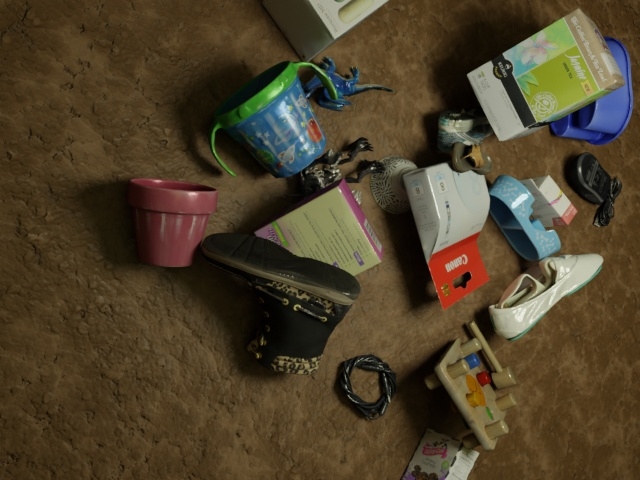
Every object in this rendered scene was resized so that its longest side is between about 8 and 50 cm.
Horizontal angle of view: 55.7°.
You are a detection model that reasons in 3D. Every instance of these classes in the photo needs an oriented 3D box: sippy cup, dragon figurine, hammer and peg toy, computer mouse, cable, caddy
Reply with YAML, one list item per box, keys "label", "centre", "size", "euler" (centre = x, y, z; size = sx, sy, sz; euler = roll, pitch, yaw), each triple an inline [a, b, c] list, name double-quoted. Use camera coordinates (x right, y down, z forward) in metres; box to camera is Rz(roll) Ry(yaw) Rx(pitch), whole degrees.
- label: "sippy cup"
  centre: [-0.108, -0.284, 1.500]
  size: [0.224, 0.306, 0.240]
  euler: [54, 30, -23]
- label: "dragon figurine"
  centre: [0.045, -0.400, 1.637]
  size: [0.289, 0.085, 0.144]
  euler: [17, 82, -18]
- label: "hammer and peg toy"
  centre: [0.430, 0.398, 1.703]
  size: [0.266, 0.127, 0.361]
  euler: [58, 25, 5]
- label: "computer mouse"
  centre: [0.902, -0.187, 2.028]
  size: [0.272, 0.072, 0.188]
  euler: [39, 70, -30]
- label: "cable"
  centre: [0.133, 0.386, 1.651]
  size: [0.184, 0.047, 0.150]
  euler: [48, 70, -14]
- label: "caddy"
  centre: [0.866, -0.476, 1.934]
  size: [0.179, 0.241, 0.341]
  euler: [-2, 88, -18]

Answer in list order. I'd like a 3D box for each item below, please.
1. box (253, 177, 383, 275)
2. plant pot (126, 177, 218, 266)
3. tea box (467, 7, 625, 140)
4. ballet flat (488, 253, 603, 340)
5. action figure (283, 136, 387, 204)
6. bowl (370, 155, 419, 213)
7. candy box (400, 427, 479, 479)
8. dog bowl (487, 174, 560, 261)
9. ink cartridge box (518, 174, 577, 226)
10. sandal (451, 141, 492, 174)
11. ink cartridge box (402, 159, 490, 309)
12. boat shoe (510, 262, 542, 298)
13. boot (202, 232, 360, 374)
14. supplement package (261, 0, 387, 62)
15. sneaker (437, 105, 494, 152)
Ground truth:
- label: "box"
  centre: [0.000, 0.000, 1.511]
  size: [0.243, 0.117, 0.213]
  euler: [-28, 100, 15]
- label: "plant pot"
  centre: [-0.346, -0.041, 1.392]
  size: [0.201, 0.201, 0.180]
  euler: [4, 100, -24]
- label: "tea box"
  centre: [0.642, -0.454, 1.705]
  size: [0.329, 0.324, 0.219]
  euler: [-22, 85, -57]
- label: "ballet flat"
  centre: [0.658, 0.131, 1.781]
  size: [0.400, 0.139, 0.139]
  euler: [-37, 102, -8]
- label: "action figure"
  centre: [0.041, -0.167, 1.595]
  size: [0.276, 0.141, 0.164]
  euler: [-36, 110, -24]
- label: "bowl"
  centre: [0.233, -0.164, 1.713]
  size: [0.170, 0.080, 0.170]
  euler: [2, 85, -25]
- label: "candy box"
  centre: [0.317, 0.630, 1.653]
  size: [0.070, 0.165, 0.196]
  euler: [38, 72, -19]
- label: "dog bowl"
  centre: [0.602, -0.058, 1.834]
  size: [0.074, 0.166, 0.297]
  euler: [-39, 103, -10]
- label: "ink cartridge box"
  centre: [0.692, -0.135, 1.898]
  size: [0.198, 0.115, 0.067]
  euler: [46, 71, -16]
- label: "sandal"
  centre: [0.433, -0.229, 1.696]
  size: [0.219, 0.060, 0.089]
  euler: [8, 72, -45]
- label: "ink cartridge box"
  centre: [0.393, -0.035, 1.710]
  size: [0.308, 0.091, 0.384]
  euler: [-20, 93, -48]
- label: "boat shoe"
  centre: [0.644, 0.173, 1.883]
  size: [0.070, 0.078, 0.219]
  euler: [36, 81, -17]
- label: "boot"
  centre: [-0.123, 0.155, 1.446]
  size: [0.378, 0.138, 0.284]
  euler: [17, 119, -4]
- label: "supplement package"
  centre: [0.030, -0.640, 1.585]
  size: [0.263, 0.198, 0.199]
  euler: [-42, 104, -21]
- label: "sneaker"
  centre: [0.443, -0.329, 1.821]
  size: [0.283, 0.110, 0.122]
  euler: [-13, 127, -37]
